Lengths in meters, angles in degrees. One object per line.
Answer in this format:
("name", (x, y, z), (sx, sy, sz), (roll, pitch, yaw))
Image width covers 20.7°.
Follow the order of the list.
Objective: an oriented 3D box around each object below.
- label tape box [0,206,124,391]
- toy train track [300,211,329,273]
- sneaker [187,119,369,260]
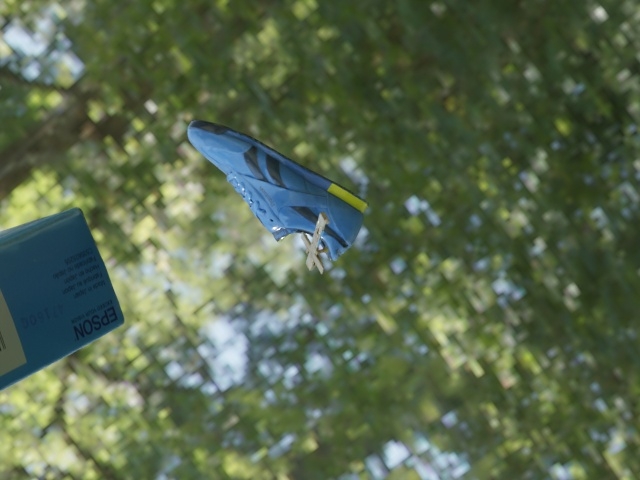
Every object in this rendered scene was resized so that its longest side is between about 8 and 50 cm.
("label tape box", (-0.371, 0.094, 1.420), (0.249, 0.348, 0.115), (-30, -80, -54))
("toy train track", (0.000, 0.000, 1.708), (0.014, 0.083, 0.048), (-17, -121, -22))
("sneaker", (-0.054, -0.051, 1.811), (0.209, 0.082, 0.069), (30, 178, -7))
